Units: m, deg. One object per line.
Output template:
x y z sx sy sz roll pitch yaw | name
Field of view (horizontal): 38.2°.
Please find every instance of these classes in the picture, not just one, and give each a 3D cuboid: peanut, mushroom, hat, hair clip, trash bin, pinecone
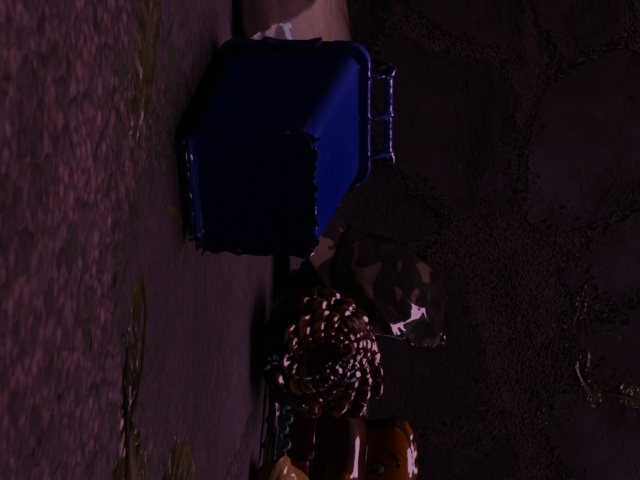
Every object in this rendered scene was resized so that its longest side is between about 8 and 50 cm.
-0.054 0.376 1.329 0.083 0.093 0.194 50 -17 41 | peanut
-0.025 -0.245 1.176 0.407 0.137 0.154 69 9 -63 | mushroom
0.077 0.004 1.596 0.366 0.257 0.382 -53 137 -85 | hat
-0.064 0.267 1.401 0.049 0.049 0.173 84 7 -62 | hair clip
-0.029 -0.090 0.873 0.234 0.184 0.163 -70 160 -61 | trash bin
-0.002 0.156 1.335 0.212 0.168 0.186 -86 160 -81 | pinecone

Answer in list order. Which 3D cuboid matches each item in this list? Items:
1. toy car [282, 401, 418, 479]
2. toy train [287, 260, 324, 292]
0.044 0.363 1.594 0.341 0.240 0.271 -57 149 -84 | toy car
-0.025 0.140 1.710 0.125 0.080 0.194 93 -2 -68 | toy train
